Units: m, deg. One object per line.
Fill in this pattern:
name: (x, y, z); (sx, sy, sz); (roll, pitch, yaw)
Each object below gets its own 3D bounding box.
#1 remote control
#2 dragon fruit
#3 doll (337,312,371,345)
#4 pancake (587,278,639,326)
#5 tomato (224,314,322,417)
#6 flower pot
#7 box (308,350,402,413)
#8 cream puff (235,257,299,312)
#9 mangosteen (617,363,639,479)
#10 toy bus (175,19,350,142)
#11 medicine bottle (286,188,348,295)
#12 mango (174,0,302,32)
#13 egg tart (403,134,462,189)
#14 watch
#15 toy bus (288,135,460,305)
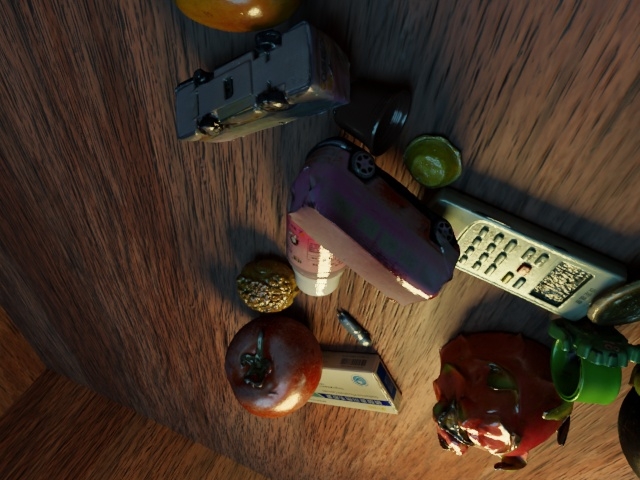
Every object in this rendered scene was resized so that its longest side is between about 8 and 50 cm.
remote control: (0.339, 0.026, 0.797); (0.343, 0.050, 0.145); (24, 138, 6)
dragon fruit: (0.386, 0.367, 0.975); (0.305, 0.226, 0.306); (16, 134, 17)
doll: (0.089, 0.233, 1.165); (0.037, 0.027, 0.125); (-27, 111, 43)
pancake: (0.523, 0.103, 0.746); (0.139, 0.022, 0.140); (-5, 136, -5)
tomato: (-0.118, 0.339, 1.221); (0.270, 0.270, 0.227); (3, 168, 28)
flower pot: (0.076, -0.201, 0.699); (0.089, 0.111, 0.111); (33, 141, 21)
box: (0.053, 0.420, 1.338); (0.343, 0.065, 0.200); (-7, 126, 35)
cream puff: (-0.137, 0.119, 1.114); (0.150, 0.115, 0.165); (41, 137, -18)
mangosteen: (0.666, 0.312, 0.739); (0.300, 0.300, 0.300); (16, 137, 16)
toy bus: (-0.098, -0.230, 0.703); (0.316, 0.138, 0.113); (-2, 90, 39)
medicine bottle: (0.000, 0.000, 0.898); (0.147, 0.147, 0.247); (19, 137, 13)
mango: (-0.125, -0.357, 0.610); (0.221, 0.152, 0.120); (11, 140, 22)
egg tart: (0.185, -0.126, 0.745); (0.105, 0.039, 0.105); (18, 138, 17)
watch: (0.483, 0.230, 0.812); (0.131, 0.165, 0.152); (5, 107, 2)
toy bus: (0.086, -0.025, 0.725); (0.302, 0.147, 0.127); (37, 154, -17)
